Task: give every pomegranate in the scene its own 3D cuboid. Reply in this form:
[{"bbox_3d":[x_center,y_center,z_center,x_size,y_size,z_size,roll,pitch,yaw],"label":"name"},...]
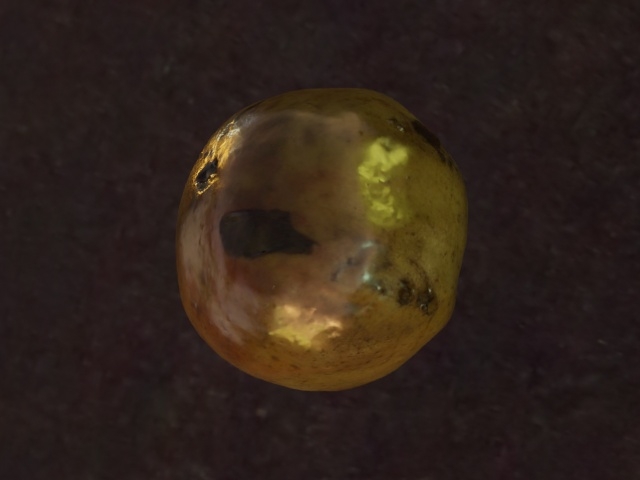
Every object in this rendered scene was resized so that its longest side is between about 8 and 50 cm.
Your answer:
[{"bbox_3d":[0.000,0.000,1.248,0.281,0.281,0.281,-17,64,40],"label":"pomegranate"}]
